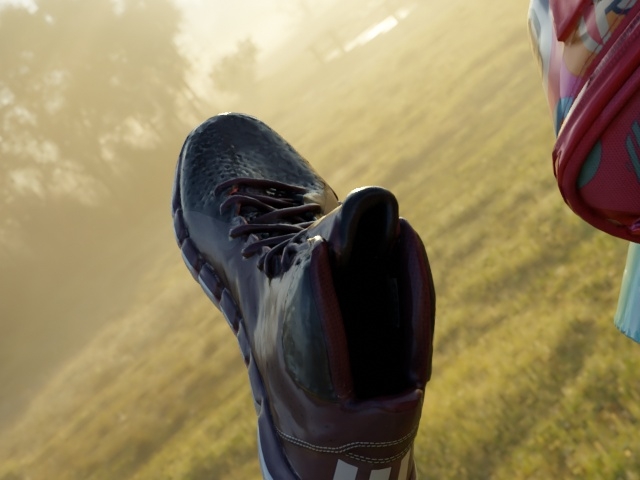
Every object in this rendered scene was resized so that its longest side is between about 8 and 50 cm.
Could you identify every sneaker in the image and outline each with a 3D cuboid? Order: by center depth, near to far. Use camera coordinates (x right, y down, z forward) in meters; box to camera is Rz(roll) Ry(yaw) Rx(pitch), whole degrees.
[{"bbox_3d":[0.000,0.000,0.676,0.106,0.281,0.162,-10,-36,-20],"label":"sneaker"}]

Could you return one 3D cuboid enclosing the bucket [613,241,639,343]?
[{"bbox_3d":[0.362,0.010,0.975,0.281,0.281,0.183,-99,22,-79],"label":"bucket"}]

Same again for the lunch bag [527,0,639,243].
[{"bbox_3d":[0.207,-0.107,0.427,0.293,0.258,0.120,125,154,-45],"label":"lunch bag"}]
